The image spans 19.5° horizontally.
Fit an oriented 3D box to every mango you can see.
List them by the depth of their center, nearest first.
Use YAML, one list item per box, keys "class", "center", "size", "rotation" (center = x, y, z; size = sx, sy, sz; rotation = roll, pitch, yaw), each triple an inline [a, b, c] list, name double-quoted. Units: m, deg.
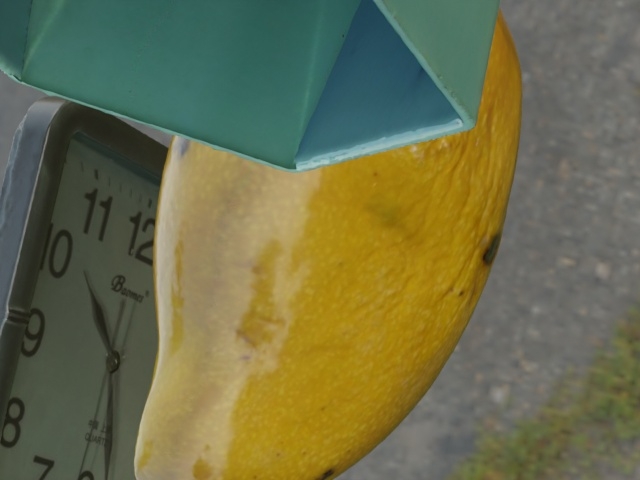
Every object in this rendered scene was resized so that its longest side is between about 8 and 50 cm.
- class: "mango"
  center: [-0.002, -0.003, 0.804]
  size: [0.109, 0.157, 0.262]
  rotation: [41, 109, 52]

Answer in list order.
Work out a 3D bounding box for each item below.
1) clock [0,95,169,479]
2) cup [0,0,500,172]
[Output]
- class: "clock"
  center: [-0.129, 0.078, 1.153]
  size: [0.049, 0.273, 0.279]
  rotation: [5, 76, 29]
- class: "cup"
  center: [-0.006, -0.153, 0.444]
  size: [0.134, 0.148, 0.235]
  rotation: [8, 71, 27]
